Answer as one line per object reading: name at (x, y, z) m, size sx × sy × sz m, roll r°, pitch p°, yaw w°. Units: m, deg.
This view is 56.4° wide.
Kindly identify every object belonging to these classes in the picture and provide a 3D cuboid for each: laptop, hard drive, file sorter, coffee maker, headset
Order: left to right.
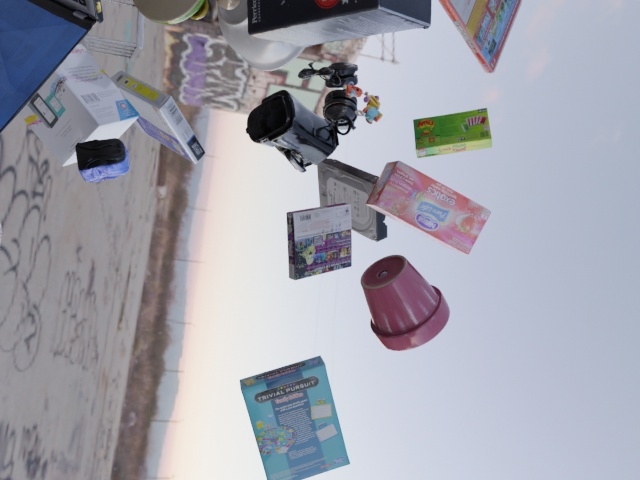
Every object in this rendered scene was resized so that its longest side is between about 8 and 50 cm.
laptop at (-0.565, -0.439, 0.955) m, size 0.382 × 0.236 × 0.408 m, roll 31°, pitch -45°, yaw 26°
file sorter at (-0.652, -0.693, 1.874) m, size 0.278 × 0.173 × 0.192 m, roll -160°, pitch -105°, yaw -67°
coffee maker at (-0.047, -0.250, 1.298) m, size 0.171 × 0.178 × 0.120 m, roll -44°, pitch -119°, yaw 14°
headset at (0.047, -0.549, 2.196) m, size 0.394 × 0.185 × 0.243 m, roll 23°, pitch 67°, yaw -77°
hard drive at (0.114, -0.158, 2.231) m, size 0.339 × 0.064 × 0.236 m, roll 31°, pitch -46°, yaw 46°

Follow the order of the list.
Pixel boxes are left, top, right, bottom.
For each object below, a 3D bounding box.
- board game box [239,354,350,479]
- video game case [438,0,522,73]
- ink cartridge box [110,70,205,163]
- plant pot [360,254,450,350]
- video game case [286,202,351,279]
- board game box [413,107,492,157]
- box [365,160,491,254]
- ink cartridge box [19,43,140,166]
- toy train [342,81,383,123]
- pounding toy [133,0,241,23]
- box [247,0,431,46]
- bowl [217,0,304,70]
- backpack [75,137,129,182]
board game box at (-0.075, 0.541, 1.777) m, size 0.079 × 0.254 × 0.336 m, roll -139°, pitch -145°, yaw -76°
video game case at (0.352, -0.532, 1.305) m, size 0.025 × 0.285 × 0.204 m, roll 15°, pitch -102°, yaw 42°
ink cartridge box at (-0.548, -0.411, 1.940) m, size 0.072 × 0.307 × 0.303 m, roll -52°, pitch 156°, yaw -13°
plant pot at (0.196, 0.144, 1.487) m, size 0.180 × 0.201 × 0.201 m, roll 58°, pitch 0°, yaw -24°
video game case at (0.000, 0.000, 1.863) m, size 0.042 × 0.232 × 0.210 m, roll 14°, pitch -69°, yaw 50°
board game box at (0.324, -0.264, 1.473) m, size 0.043 × 0.181 × 0.092 m, roll 60°, pitch 27°, yaw -60°
box at (0.298, -0.092, 1.671) m, size 0.142 × 0.300 × 0.154 m, roll -62°, pitch -172°, yaw 1°
ink cartridge box at (-0.713, -0.393, 1.714) m, size 0.197 × 0.270 × 0.198 m, roll -36°, pitch -175°, yaw 27°
toy train at (0.129, -0.423, 1.870) m, size 0.046 × 0.125 × 0.166 m, roll 122°, pitch -32°, yaw -44°
pounding toy at (-0.268, -0.534, 1.253) m, size 0.110 × 0.237 × 0.183 m, roll 11°, pitch 73°, yaw -73°
box at (0.029, -0.558, 1.099) m, size 0.313 × 0.179 × 0.343 m, roll 5°, pitch -81°, yaw 40°
bowl at (-0.153, -0.571, 1.438) m, size 0.298 × 0.134 × 0.297 m, roll 1°, pitch -88°, yaw 38°
backpack at (-0.549, -0.206, 1.524) m, size 0.101 × 0.120 × 0.098 m, roll 96°, pitch -23°, yaw -67°
